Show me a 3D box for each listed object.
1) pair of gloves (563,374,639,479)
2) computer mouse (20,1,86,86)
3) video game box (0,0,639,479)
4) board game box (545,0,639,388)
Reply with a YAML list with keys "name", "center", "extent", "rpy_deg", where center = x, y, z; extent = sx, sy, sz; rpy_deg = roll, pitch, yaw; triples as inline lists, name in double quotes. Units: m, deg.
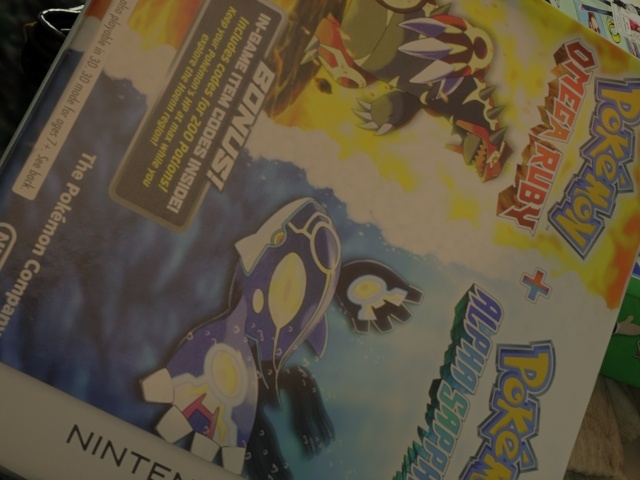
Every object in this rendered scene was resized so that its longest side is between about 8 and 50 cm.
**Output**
- name: "pair of gloves"
  center: [0.131, 0.055, 0.526]
  extent: [0.240, 0.042, 0.204]
  rpy_deg: [18, 49, -31]
- name: "computer mouse"
  center: [-0.024, -0.015, 0.440]
  extent: [0.106, 0.042, 0.193]
  rpy_deg: [-20, 75, -49]
- name: "video game box"
  center: [0.000, 0.000, 0.370]
  extent: [0.187, 0.048, 0.205]
  rpy_deg: [29, 71, -16]
- name: "board game box"
  center: [0.152, -0.058, 0.581]
  extent: [0.213, 0.046, 0.317]
  rpy_deg: [19, 41, -19]
